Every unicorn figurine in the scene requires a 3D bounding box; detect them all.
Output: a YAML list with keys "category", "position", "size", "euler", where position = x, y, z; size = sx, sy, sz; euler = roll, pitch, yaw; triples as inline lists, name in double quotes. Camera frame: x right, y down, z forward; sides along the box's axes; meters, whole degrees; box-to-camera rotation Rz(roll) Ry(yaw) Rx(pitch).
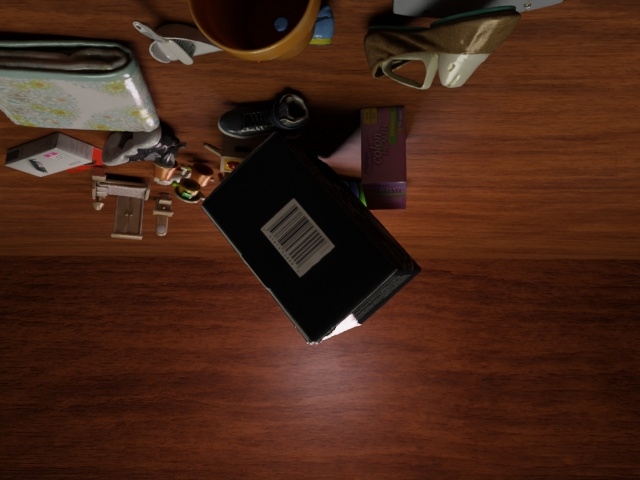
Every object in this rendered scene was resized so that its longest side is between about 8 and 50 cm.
- category: "unicorn figurine"
  position: [-0.508, -0.218, 1.915]
  size: [0.162, 0.060, 0.111]
  euler: [5, 165, -18]

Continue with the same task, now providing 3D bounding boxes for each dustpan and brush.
- category: "dustpan and brush"
  position: [-0.304, -0.402, 1.127]
  size: [0.148, 0.060, 0.211]
  euler: [-4, 166, 20]

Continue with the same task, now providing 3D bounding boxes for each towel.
- category: "towel"
  position: [-0.591, -0.354, 1.303]
  size: [0.375, 0.090, 0.320]
  euler: [2, 170, -6]

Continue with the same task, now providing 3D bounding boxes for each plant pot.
- category: "plant pot"
  position: [-0.089, -0.390, 0.933]
  size: [0.205, 0.204, 0.188]
  euler: [-2, -177, 11]

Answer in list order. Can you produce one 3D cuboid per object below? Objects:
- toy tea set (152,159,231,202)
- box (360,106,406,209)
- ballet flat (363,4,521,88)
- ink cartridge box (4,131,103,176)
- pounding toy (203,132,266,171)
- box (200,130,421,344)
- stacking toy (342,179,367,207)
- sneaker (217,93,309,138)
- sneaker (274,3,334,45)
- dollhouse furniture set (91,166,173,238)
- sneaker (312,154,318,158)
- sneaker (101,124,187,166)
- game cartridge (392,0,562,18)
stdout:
- category: "toy tea set"
  position: [-0.369, -0.211, 1.803]
  size: [0.336, 0.200, 0.124]
  euler: [8, 127, -30]
- category: "box"
  position: [0.179, -0.220, 1.551]
  size: [0.118, 0.213, 0.243]
  euler: [-1, 166, 9]
- category: "ballet flat"
  position: [0.206, -0.339, 1.015]
  size: [0.116, 0.123, 0.343]
  euler: [-12, -162, -39]
- category: "ink cartridge box"
  position: [-0.820, -0.253, 1.792]
  size: [0.275, 0.060, 0.239]
  euler: [-8, 163, 32]
- category: "pounding toy"
  position: [-0.268, -0.248, 1.707]
  size: [0.181, 0.094, 0.206]
  euler: [3, 166, -11]
- category: "box"
  position: [0.000, 0.000, 1.586]
  size: [0.297, 0.479, 0.472]
  euler: [-42, 167, 9]
- category: "stacking toy"
  position: [0.149, -0.154, 2.029]
  size: [0.331, 0.141, 0.141]
  euler: [1, 167, -17]
- category: "sneaker"
  position: [-0.140, -0.316, 1.413]
  size: [0.227, 0.086, 0.163]
  euler: [-2, 175, -15]
- category: "sneaker"
  position: [-0.069, -0.421, 1.071]
  size: [0.210, 0.082, 0.069]
  euler: [11, -152, 23]
- category: "dollhouse furniture set"
  position: [-0.690, -0.121, 2.073]
  size: [0.304, 0.173, 0.355]
  euler: [5, 168, -20]
- category: "sneaker"
  position: [-0.078, -0.217, 1.844]
  size: [0.064, 0.086, 0.192]
  euler: [13, 162, -41]
- category: "sneaker"
  position: [-0.517, -0.261, 1.643]
  size: [0.269, 0.101, 0.153]
  euler: [-12, 159, 35]
- category: "game cartridge"
  position: [0.268, -0.449, 0.929]
  size: [0.298, 0.062, 0.198]
  euler: [-1, 171, 6]
